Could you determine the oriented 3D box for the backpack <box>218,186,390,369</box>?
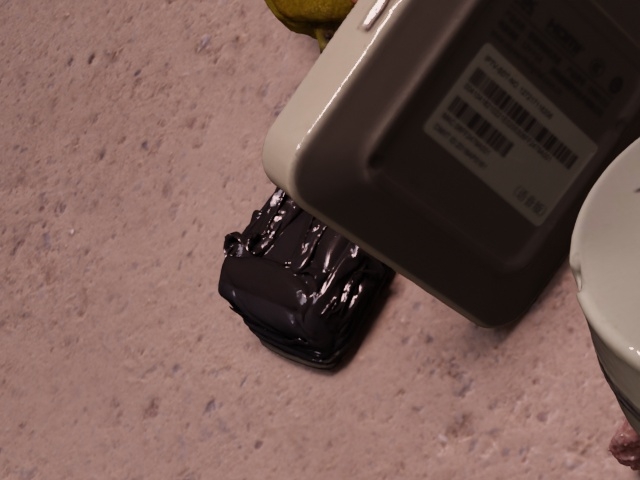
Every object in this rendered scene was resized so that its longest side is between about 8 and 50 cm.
[{"bbox_3d":[0.000,0.000,1.768,0.206,0.133,0.258,20,73,43],"label":"backpack"}]

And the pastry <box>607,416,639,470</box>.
[{"bbox_3d":[0.341,0.235,1.323,0.112,0.103,0.265,-29,46,4],"label":"pastry"}]

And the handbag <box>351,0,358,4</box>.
[{"bbox_3d":[0.181,-0.301,1.560,0.116,0.410,0.303,28,86,48],"label":"handbag"}]

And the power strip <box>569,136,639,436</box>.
[{"bbox_3d":[0.396,0.034,1.286,0.358,0.161,0.357,-15,44,15],"label":"power strip"}]

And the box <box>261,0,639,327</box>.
[{"bbox_3d":[0.167,-0.131,1.505,0.373,0.367,0.090,-55,41,3],"label":"box"}]

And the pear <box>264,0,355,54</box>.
[{"bbox_3d":[0.023,-0.397,1.881,0.287,0.287,0.375,1,83,43],"label":"pear"}]
